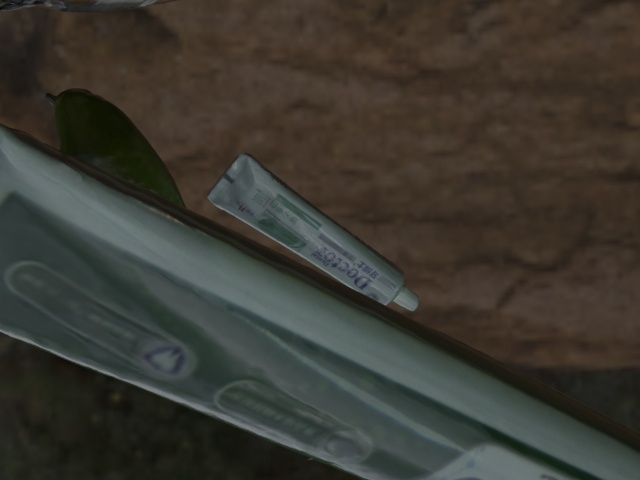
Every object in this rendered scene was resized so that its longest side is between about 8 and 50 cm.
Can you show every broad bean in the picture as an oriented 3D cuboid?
[{"bbox_3d":[-0.072,0.019,0.911,0.065,0.254,0.046,-45,161,18],"label":"broad bean"}]

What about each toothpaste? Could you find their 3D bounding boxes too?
[{"bbox_3d":[0.012,0.056,0.682,0.392,0.061,0.099,27,135,-28],"label":"toothpaste"},{"bbox_3d":[0.000,0.000,1.630,0.218,0.041,0.064,34,121,-11],"label":"toothpaste"}]

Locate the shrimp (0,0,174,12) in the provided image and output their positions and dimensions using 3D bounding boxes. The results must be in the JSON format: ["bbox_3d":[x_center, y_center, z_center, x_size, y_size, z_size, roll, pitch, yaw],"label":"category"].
[{"bbox_3d":[-0.149,-0.135,0.881,0.152,0.046,0.219,2,-173,25],"label":"shrimp"}]
